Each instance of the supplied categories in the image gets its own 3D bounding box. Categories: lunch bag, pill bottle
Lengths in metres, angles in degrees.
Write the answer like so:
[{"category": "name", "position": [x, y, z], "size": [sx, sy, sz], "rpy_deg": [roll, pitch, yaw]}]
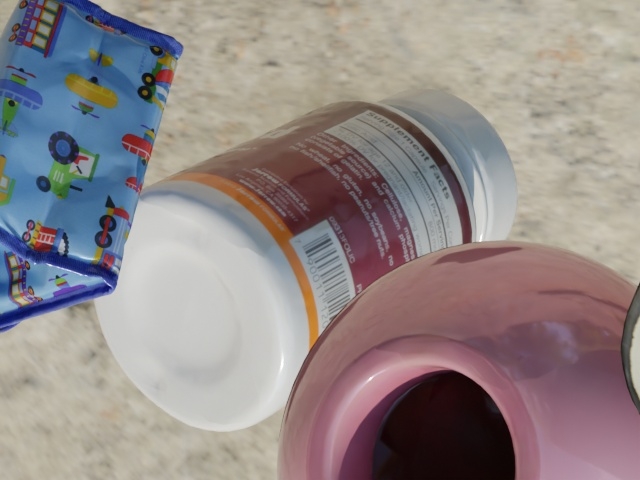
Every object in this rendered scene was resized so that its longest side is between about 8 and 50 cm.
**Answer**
[{"category": "lunch bag", "position": [-0.255, -0.041, 1.508], "size": [0.138, 0.293, 0.221], "rpy_deg": [25, 61, -23]}, {"category": "pill bottle", "position": [0.000, 0.000, 1.713], "size": [0.392, 0.224, 0.224], "rpy_deg": [-28, 109, -48]}]

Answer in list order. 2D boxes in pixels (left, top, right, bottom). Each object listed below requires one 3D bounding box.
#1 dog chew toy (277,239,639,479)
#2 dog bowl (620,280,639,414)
[{"category": "dog chew toy", "position": [0.123, 0.113, 0.914], "size": [0.332, 0.206, 0.207], "rpy_deg": [14, 94, -58]}, {"category": "dog bowl", "position": [0.311, -0.011, 0.628], "size": [0.408, 0.408, 0.150], "rpy_deg": [21, 61, -21]}]
